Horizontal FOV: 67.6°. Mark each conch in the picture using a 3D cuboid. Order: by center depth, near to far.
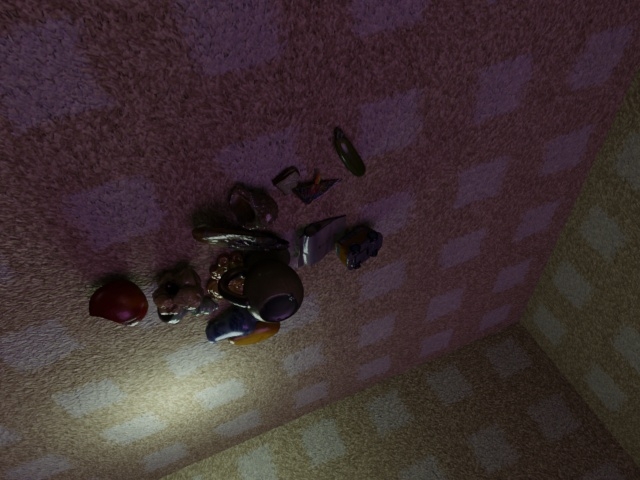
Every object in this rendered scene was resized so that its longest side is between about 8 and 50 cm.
[{"bbox_3d":[-0.246,-0.114,1.737,0.155,0.130,0.207,-48,125,3],"label":"conch"}]

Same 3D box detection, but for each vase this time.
[{"bbox_3d":[-0.246,0.170,1.918,0.329,0.302,0.240,-5,132,-20],"label":"vase"}]

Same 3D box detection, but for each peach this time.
[{"bbox_3d":[-0.749,0.245,1.777,0.192,0.190,0.190,-36,145,-22],"label":"peach"}]

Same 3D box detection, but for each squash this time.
[{"bbox_3d":[0.107,-0.315,1.783,0.066,0.066,0.252,-35,140,7],"label":"squash"}]

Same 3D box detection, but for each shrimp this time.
[{"bbox_3d":[-0.261,-0.008,1.795,0.272,0.085,0.445,-1,173,42],"label":"shrimp"}]

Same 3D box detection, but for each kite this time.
[{"bbox_3d":[-0.017,-0.200,1.861,0.241,0.014,0.183,-18,152,-27],"label":"kite"}]

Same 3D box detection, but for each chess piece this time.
[{"bbox_3d":[-0.535,0.277,2.009,0.272,0.139,0.139,10,128,-51],"label":"chess piece"}]

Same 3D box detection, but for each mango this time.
[{"bbox_3d":[-0.321,0.431,2.310,0.262,0.109,0.157,-12,148,-14],"label":"mango"}]

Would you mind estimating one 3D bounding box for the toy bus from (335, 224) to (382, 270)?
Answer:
[{"bbox_3d":[0.165,0.021,2.116,0.209,0.136,0.126,-33,142,-23],"label":"toy bus"}]

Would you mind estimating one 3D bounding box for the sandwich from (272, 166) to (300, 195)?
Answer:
[{"bbox_3d":[-0.115,-0.221,1.773,0.105,0.035,0.093,-40,140,12],"label":"sandwich"}]

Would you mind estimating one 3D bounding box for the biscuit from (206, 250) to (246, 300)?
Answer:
[{"bbox_3d":[-0.380,0.158,2.026,0.202,0.044,0.288,-8,139,-24],"label":"biscuit"}]

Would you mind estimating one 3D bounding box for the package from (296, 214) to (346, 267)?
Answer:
[{"bbox_3d":[0.000,0.000,2.078,0.251,0.062,0.203,-25,143,-26],"label":"package"}]

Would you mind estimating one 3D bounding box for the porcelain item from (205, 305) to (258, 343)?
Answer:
[{"bbox_3d":[-0.397,0.385,2.194,0.259,0.141,0.141,-25,142,11],"label":"porcelain item"}]

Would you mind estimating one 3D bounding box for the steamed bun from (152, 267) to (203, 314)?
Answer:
[{"bbox_3d":[-0.547,0.180,1.835,0.178,0.192,0.106,-7,142,5],"label":"steamed bun"}]
